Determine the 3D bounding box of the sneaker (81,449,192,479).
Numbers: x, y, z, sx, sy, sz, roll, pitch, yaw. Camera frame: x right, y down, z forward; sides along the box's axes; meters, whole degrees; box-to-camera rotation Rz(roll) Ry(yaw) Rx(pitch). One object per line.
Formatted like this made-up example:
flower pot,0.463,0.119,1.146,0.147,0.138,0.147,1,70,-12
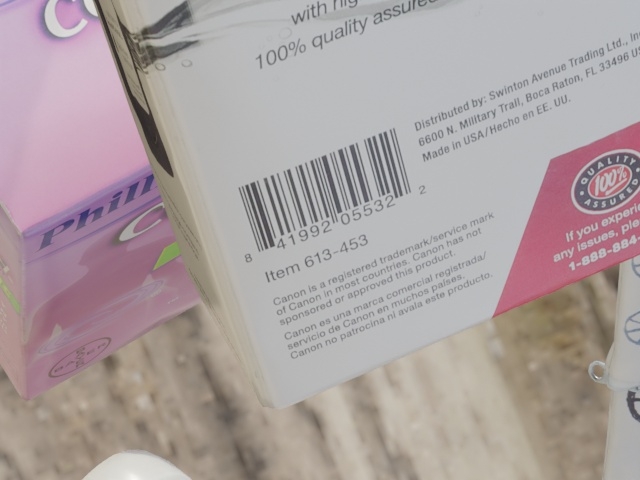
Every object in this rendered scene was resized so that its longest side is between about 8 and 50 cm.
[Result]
sneaker,-0.059,0.240,0.727,0.108,0.169,0.292,16,92,-57

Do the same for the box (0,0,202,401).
box,-0.071,-0.056,0.872,0.117,0.214,0.243,56,-18,13

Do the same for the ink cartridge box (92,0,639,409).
ink cartridge box,0.016,-0.090,0.606,0.100,0.172,0.237,-125,-164,-55

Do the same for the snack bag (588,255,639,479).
snack bag,0.325,0.066,1.161,0.037,0.323,0.342,-95,-177,-47
